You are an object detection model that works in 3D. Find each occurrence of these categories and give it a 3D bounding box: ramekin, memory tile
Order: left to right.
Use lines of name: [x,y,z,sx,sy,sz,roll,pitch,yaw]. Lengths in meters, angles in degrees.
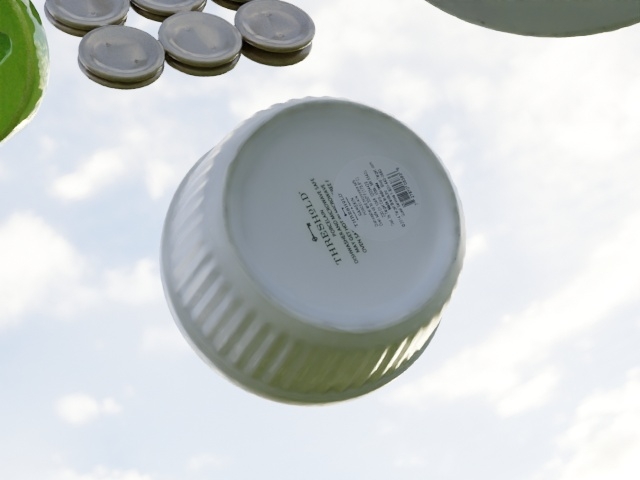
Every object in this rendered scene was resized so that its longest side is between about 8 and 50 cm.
memory tile: [-0.078,-0.120,0.722,0.113,0.148,0.012,-16,-40,-27]
ramekin: [0.000,0.000,1.081,0.207,0.207,0.109,-12,-18,-20]

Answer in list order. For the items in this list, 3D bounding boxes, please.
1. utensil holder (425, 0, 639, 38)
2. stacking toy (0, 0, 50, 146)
utensil holder: [0.185,-0.383,1.193,0.328,0.385,0.327,7,-49,8]
stacking toy: [-0.259,-0.215,1.116,0.130,0.309,0.279,-19,-56,-65]
